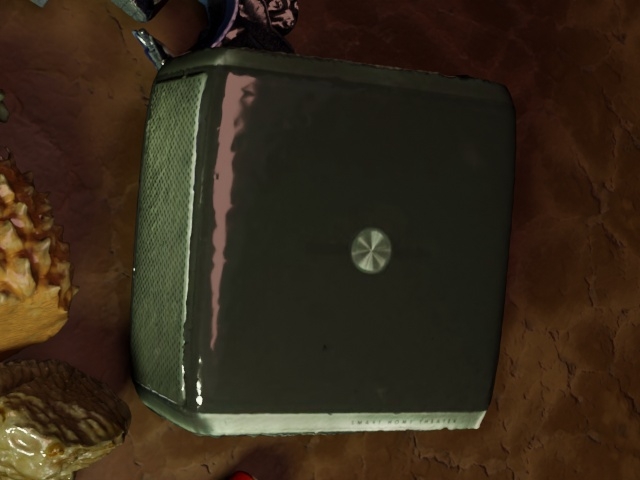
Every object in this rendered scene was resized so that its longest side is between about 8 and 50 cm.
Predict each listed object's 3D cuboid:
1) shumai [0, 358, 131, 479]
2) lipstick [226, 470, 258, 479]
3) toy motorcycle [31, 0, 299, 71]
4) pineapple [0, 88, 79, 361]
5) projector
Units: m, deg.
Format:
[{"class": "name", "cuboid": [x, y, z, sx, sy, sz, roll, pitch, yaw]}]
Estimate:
[{"class": "shumai", "cuboid": [-0.301, 0.225, 1.209, 0.166, 0.206, 0.175, 28, 97, 14]}, {"class": "lipstick", "cuboid": [-0.152, 0.362, 1.304, 0.241, 0.080, 0.080, -39, 99, -26]}, {"class": "toy motorcycle", "cuboid": [-0.196, -0.292, 1.379, 0.359, 0.125, 0.212, 33, 76, -16]}, {"class": "pineapple", "cuboid": [-0.394, -0.054, 1.197, 0.223, 0.223, 0.357, -13, 76, -28]}, {"class": "projector", "cuboid": [0.000, 0.000, 1.323, 0.395, 0.242, 0.405, 3, 92, -25]}]
